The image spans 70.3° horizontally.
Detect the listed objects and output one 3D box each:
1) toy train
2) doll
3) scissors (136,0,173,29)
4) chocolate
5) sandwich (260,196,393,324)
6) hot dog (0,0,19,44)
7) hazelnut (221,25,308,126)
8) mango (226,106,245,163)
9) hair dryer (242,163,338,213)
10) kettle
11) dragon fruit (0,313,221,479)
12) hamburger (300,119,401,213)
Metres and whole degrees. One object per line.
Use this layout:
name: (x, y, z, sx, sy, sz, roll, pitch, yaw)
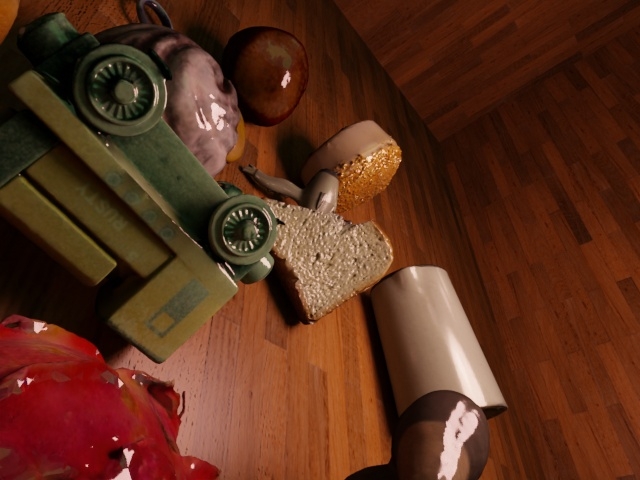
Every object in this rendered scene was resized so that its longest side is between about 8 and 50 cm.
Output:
toy train: (-0.227, -0.046, 0.545, 0.397, 0.253, 0.160, 53, -14, -30)
doll: (0.053, 0.383, 0.585, 0.382, 0.252, 0.379, -10, 113, -69)
scissors: (-0.310, -0.319, 0.924, 0.256, 0.029, 0.384, 45, 34, -38)
chocolate: (-0.248, -0.217, 0.716, 0.303, 0.212, 0.303, 34, 45, -42)
sandwich: (-0.001, 0.000, 0.955, 0.289, 0.254, 0.099, 57, -14, -5)
hot dog: (-0.521, -0.328, 0.412, 0.405, 0.185, 0.223, 45, 30, -27)
hazelnut: (-0.139, -0.396, 1.113, 0.229, 0.229, 0.230, 40, 34, -35)
mango: (-0.215, -0.253, 0.946, 0.130, 0.091, 0.195, -14, 83, -69)
hair dryer: (-0.068, -0.061, 1.031, 0.224, 0.088, 0.219, 2, 79, -13)
kettle: (0.290, 0.294, 1.194, 0.361, 0.249, 0.377, 57, 17, -57)
dragon fruit: (-0.232, 0.235, 0.342, 0.371, 0.248, 0.386, 61, 29, -10)
hamburger: (0.088, -0.186, 1.217, 0.179, 0.276, 0.294, 52, 32, 5)
